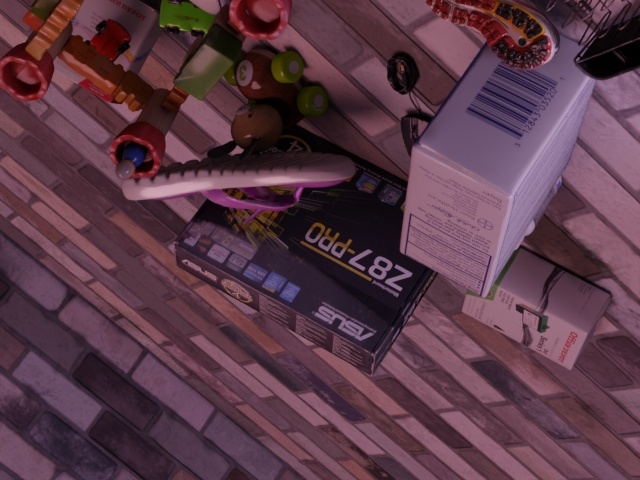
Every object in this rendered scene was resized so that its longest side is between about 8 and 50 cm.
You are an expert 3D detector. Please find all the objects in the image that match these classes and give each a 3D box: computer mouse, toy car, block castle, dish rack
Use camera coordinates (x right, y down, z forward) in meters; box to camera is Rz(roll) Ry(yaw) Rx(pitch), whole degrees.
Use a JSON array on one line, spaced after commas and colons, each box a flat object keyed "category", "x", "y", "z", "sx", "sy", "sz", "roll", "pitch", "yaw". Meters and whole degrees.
[{"category": "computer mouse", "x": 0.144, "y": -0.194, "z": 2.119, "sx": 0.071, "sy": 0.041, "sz": 0.242, "roll": 18, "pitch": 150, "yaw": 34}, {"category": "toy car", "x": -0.274, "y": -0.374, "z": 2.230, "sx": 0.225, "sy": 0.239, "sz": 0.053, "roll": 10, "pitch": -165, "yaw": 2}, {"category": "block castle", "x": -0.263, "y": -0.311, "z": 2.016, "sx": 0.303, "sy": 0.212, "sz": 0.453, "roll": 35, "pitch": 134, "yaw": -15}, {"category": "dish rack", "x": 0.320, "y": -0.325, "z": 1.628, "sx": 0.271, "sy": 0.074, "sz": 0.208, "roll": 43, "pitch": 153, "yaw": -16}, {"category": "toy car", "x": -0.110, "y": -0.205, "z": 2.235, "sx": 0.155, "sy": 0.188, "sz": 0.149, "roll": 4, "pitch": 142, "yaw": 47}]

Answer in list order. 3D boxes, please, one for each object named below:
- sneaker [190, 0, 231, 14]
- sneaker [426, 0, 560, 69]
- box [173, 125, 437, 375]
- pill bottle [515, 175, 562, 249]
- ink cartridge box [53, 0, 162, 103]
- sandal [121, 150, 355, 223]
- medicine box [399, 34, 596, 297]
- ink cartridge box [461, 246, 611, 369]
[{"category": "sneaker", "x": -0.253, "y": -0.433, "z": 2.120, "sx": 0.258, "sy": 0.091, "sz": 0.094, "roll": 42, "pitch": 154, "yaw": -16}, {"category": "sneaker", "x": 0.217, "y": -0.303, "z": 1.773, "sx": 0.225, "sy": 0.093, "sz": 0.088, "roll": 47, "pitch": 119, "yaw": 14}, {"category": "box", "x": 0.000, "y": 0.000, "z": 2.315, "sx": 0.395, "sy": 0.318, "sz": 0.097, "roll": 29, "pitch": 155, "yaw": 14}, {"category": "pill bottle", "x": 0.300, "y": -0.055, "z": 2.057, "sx": 0.078, "sy": 0.137, "sz": 0.078, "roll": 28, "pitch": 154, "yaw": 15}, {"category": "ink cartridge box", "x": -0.357, "y": -0.337, "z": 2.316, "sx": 0.127, "sy": 0.175, "sz": 0.072, "roll": 31, "pitch": -172, "yaw": 8}, {"category": "sandal", "x": -0.126, "y": -0.082, "z": 2.222, "sx": 0.416, "sy": 0.169, "sz": 0.102, "roll": -1, "pitch": 105, "yaw": 28}, {"category": "medicine box", "x": 0.241, "y": -0.112, "z": 1.878, "sx": 0.149, "sy": 0.263, "sz": 0.289, "roll": 29, "pitch": 154, "yaw": 14}, {"category": "ink cartridge box", "x": 0.364, "y": 0.107, "z": 2.322, "sx": 0.219, "sy": 0.092, "sz": 0.160, "roll": 29, "pitch": 155, "yaw": 14}]
